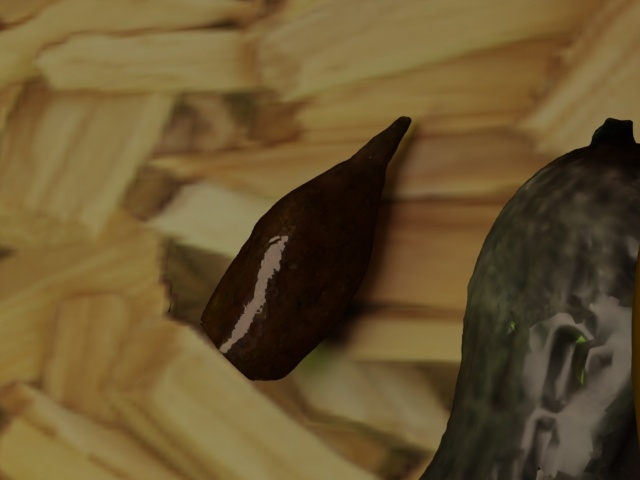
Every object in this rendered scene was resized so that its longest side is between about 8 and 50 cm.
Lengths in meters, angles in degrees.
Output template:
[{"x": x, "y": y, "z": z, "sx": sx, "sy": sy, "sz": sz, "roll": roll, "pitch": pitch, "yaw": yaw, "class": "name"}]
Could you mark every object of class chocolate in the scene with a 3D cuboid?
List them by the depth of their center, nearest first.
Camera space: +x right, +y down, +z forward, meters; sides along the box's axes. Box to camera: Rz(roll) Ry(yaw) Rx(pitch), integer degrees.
[{"x": 0.077, "y": 0.083, "z": 0.637, "sx": 0.110, "sy": 0.110, "sz": 0.248, "roll": 20, "pitch": 89, "yaw": 38, "class": "chocolate"}]

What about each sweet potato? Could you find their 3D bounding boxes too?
[{"x": 0.000, "y": 0.000, "z": 0.757, "sx": 0.049, "sy": 0.049, "sz": 0.117, "roll": 34, "pitch": 87, "yaw": 37, "class": "sweet potato"}]

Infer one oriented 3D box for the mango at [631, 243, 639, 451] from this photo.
[{"x": 0.254, "y": 0.107, "z": 0.389, "sx": 0.300, "sy": 0.232, "sz": 0.445, "roll": -37, "pitch": 60, "yaw": -22, "class": "mango"}]
